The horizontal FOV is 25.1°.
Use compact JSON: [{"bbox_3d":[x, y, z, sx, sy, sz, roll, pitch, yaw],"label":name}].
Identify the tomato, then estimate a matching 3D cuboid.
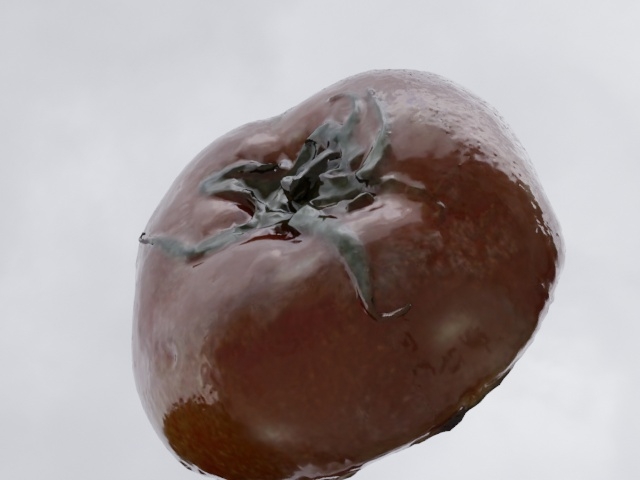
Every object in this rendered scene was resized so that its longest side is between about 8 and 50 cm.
[{"bbox_3d":[0.000,0.000,0.682,0.237,0.237,0.095,-43,-58,-13],"label":"tomato"}]
